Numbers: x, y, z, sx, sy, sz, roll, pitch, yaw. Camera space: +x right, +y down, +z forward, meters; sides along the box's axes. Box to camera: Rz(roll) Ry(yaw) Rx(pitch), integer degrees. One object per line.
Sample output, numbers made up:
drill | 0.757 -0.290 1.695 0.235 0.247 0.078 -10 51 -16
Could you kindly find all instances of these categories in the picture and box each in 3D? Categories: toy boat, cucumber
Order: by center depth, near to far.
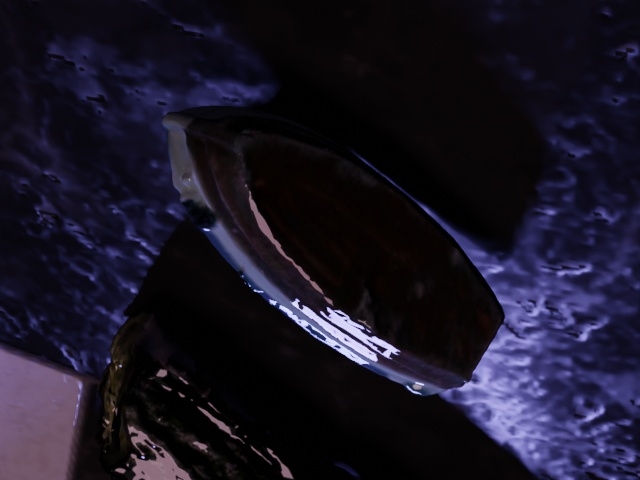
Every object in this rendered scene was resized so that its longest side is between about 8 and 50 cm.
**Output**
toy boat | 0.000 0.000 0.620 0.140 0.059 0.066 39 164 -21
cucumber | 0.005 0.124 0.742 0.245 0.067 0.067 38 138 -15
